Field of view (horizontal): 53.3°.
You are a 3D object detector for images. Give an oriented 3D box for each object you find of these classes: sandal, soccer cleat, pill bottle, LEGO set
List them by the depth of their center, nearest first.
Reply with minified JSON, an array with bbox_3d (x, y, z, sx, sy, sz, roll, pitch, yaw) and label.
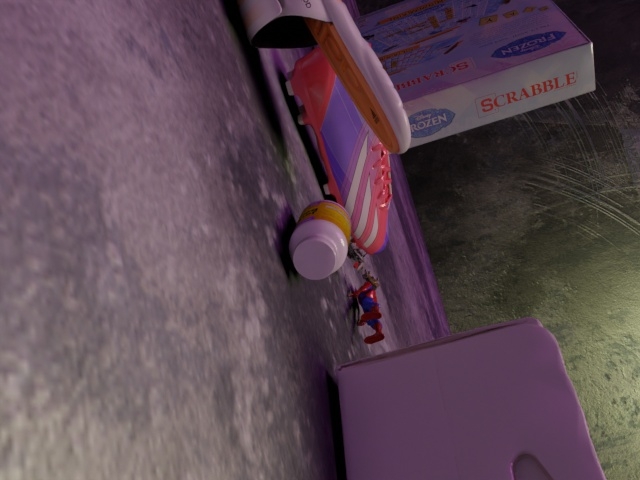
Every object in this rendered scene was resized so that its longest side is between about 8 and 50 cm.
[{"bbox_3d":[0.000,0.000,0.480,0.083,0.043,0.043,-74,145,-70],"label":"pill bottle"},{"bbox_3d":[-0.019,-0.175,0.526,0.265,0.076,0.102,59,-4,1],"label":"sandal"},{"bbox_3d":[0.035,0.014,0.629,0.054,0.023,0.083,52,6,38],"label":"LEGO set"},{"bbox_3d":[0.043,-0.090,0.686,0.083,0.095,0.248,-88,157,-59],"label":"soccer cleat"}]

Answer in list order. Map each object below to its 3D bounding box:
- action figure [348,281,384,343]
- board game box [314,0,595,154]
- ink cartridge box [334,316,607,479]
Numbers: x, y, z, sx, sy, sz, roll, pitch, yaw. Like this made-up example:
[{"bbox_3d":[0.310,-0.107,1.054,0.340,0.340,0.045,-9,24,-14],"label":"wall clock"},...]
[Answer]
[{"bbox_3d":[0.047,0.067,0.646,0.115,0.030,0.038,-79,156,-76],"label":"action figure"},{"bbox_3d":[0.149,-0.244,0.851,0.318,0.319,0.065,-91,161,-51],"label":"board game box"},{"bbox_3d":[0.153,0.280,0.504,0.384,0.161,0.279,61,17,-46],"label":"ink cartridge box"}]
